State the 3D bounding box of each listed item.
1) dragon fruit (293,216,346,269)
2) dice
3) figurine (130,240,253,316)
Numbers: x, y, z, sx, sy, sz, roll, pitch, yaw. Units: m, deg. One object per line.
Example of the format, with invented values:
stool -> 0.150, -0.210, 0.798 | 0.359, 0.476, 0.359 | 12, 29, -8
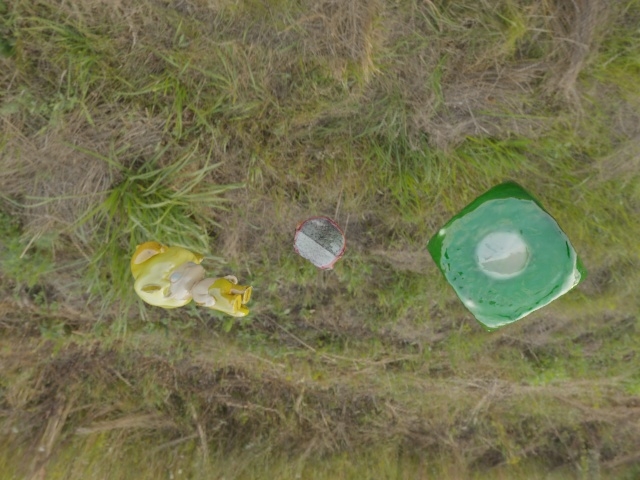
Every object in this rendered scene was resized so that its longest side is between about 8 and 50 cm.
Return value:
dragon fruit -> 0.000, 0.000, 0.670 | 0.083, 0.060, 0.056 | 31, 144, 2
dice -> 0.468, 0.044, 1.120 | 0.287, 0.297, 0.300 | -38, 164, 14
figurine -> -0.253, 0.079, 0.820 | 0.246, 0.156, 0.131 | 18, 120, 19
